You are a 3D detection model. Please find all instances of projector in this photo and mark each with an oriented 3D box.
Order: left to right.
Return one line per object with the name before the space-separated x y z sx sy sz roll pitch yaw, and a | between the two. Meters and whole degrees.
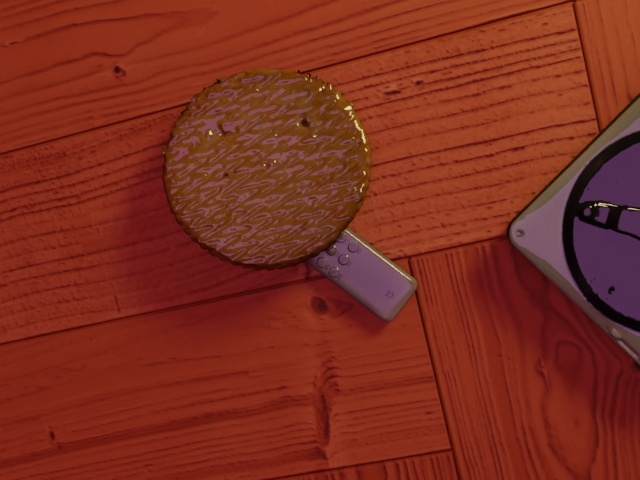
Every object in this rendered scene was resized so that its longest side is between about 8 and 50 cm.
projector | 0.386 -0.011 0.846 0.257 0.079 0.259 44 100 4

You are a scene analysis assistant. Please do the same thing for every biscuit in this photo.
biscuit | -0.065 -0.087 0.914 0.254 0.035 0.254 0 83 2

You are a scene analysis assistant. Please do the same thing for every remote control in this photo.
remote control | 0.000 0.000 0.939 0.261 0.029 0.067 38 100 4
